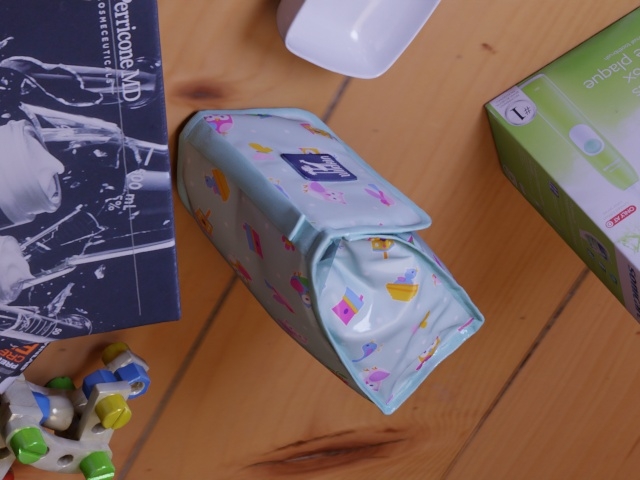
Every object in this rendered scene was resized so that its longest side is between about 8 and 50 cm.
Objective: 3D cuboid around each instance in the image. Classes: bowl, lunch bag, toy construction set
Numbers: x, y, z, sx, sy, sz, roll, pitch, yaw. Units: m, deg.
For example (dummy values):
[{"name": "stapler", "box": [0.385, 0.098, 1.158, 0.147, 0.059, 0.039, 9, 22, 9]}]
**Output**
[{"name": "bowl", "box": [0.034, -0.217, 1.517, 0.142, 0.053, 0.142, 15, 119, -46]}, {"name": "lunch bag", "box": [0.000, 0.000, 1.577, 0.160, 0.223, 0.262, -44, 142, -2]}, {"name": "toy construction set", "box": [-0.303, 0.237, 1.656, 0.215, 0.151, 0.328, 6, 114, -44]}]

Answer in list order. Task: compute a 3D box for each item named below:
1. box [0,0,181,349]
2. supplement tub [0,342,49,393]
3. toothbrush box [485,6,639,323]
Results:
[{"name": "box", "box": [-0.270, -0.091, 1.230, 0.312, 0.179, 0.343, -10, 137, -9]}, {"name": "supplement tub", "box": [-0.289, 0.073, 1.513, 0.198, 0.106, 0.106, -47, 143, 11]}, {"name": "toothbrush box", "box": [0.328, -0.069, 1.726, 0.206, 0.283, 0.122, -32, 143, -7]}]
